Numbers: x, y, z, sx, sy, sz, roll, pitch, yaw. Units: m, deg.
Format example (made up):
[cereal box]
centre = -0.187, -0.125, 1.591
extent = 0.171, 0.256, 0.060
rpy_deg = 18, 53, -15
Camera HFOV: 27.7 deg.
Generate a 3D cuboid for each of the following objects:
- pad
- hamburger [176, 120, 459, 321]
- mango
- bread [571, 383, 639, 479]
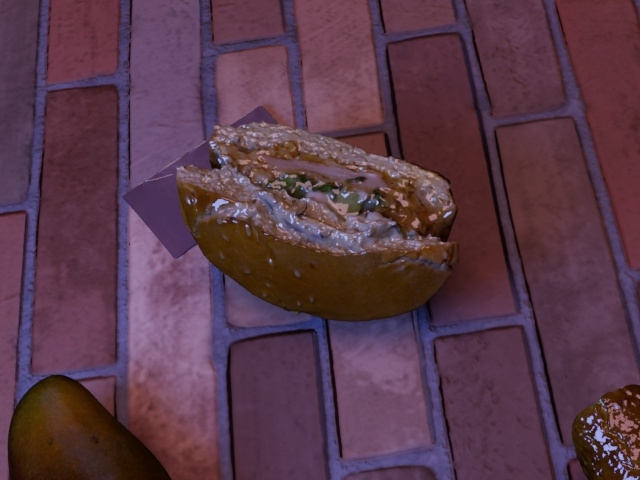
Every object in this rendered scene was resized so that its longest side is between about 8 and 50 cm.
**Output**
[pad]
centre = -0.109, -0.065, 1.405
extent = 0.188, 0.006, 0.113
rpy_deg = -35, 58, -14
[hamburger]
centre = 0.000, 0.000, 1.248
extent = 0.283, 0.156, 0.144
rpy_deg = 18, 40, 20
[mango]
centre = -0.194, 0.233, 1.135
extent = 0.133, 0.111, 0.267
rpy_deg = -34, 56, 4
[bread]
centre = 0.289, 0.212, 1.069
extent = 0.103, 0.132, 0.172
rpy_deg = -37, 56, 11
